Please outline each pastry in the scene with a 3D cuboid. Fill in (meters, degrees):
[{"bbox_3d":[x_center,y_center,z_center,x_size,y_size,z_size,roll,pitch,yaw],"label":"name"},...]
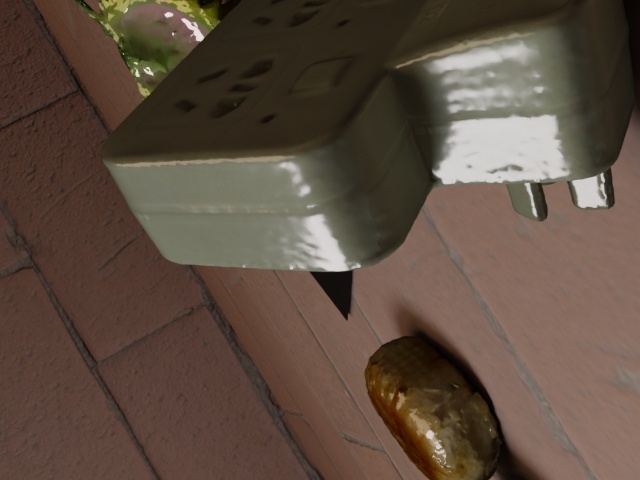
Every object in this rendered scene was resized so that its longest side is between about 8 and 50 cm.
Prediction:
[{"bbox_3d":[0.129,0.210,0.991,0.192,0.093,0.182,34,154,57],"label":"pastry"}]

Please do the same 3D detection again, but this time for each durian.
[{"bbox_3d":[-0.127,-0.153,0.958,0.158,0.169,0.352,38,154,55],"label":"durian"}]

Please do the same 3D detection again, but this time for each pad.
[{"bbox_3d":[-0.001,0.000,1.173,0.159,0.009,0.265,53,163,24],"label":"pad"}]

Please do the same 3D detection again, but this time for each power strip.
[{"bbox_3d":[0.044,-0.073,0.486,0.261,0.229,0.141,1,133,32],"label":"power strip"}]
